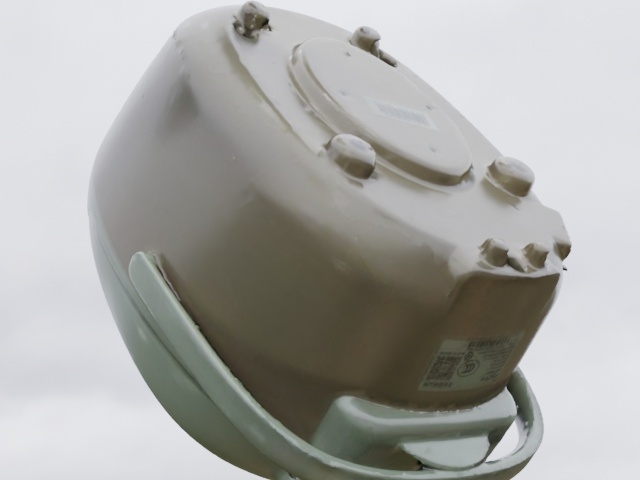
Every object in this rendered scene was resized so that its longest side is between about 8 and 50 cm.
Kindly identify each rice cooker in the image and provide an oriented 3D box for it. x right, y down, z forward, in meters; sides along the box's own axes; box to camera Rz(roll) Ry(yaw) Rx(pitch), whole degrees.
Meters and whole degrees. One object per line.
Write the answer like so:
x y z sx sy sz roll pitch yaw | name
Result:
0.000 0.000 0.424 0.145 0.206 0.127 3 -56 -39 | rice cooker
